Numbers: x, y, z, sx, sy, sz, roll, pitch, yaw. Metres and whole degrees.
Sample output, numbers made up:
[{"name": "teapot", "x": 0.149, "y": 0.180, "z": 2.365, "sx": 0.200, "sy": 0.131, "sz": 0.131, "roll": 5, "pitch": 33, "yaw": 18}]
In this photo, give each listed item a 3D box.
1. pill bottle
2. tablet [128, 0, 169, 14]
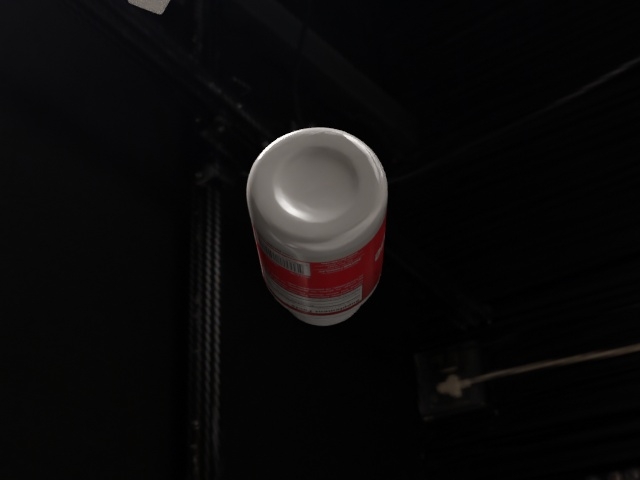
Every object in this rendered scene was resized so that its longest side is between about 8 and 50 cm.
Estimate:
[{"name": "pill bottle", "x": 0.000, "y": 0.000, "z": 1.563, "sx": 0.408, "sy": 0.229, "sz": 0.229, "roll": 86, "pitch": -179, "yaw": -64}, {"name": "tablet", "x": -0.209, "y": -0.335, "z": 1.143, "sx": 0.054, "sy": 0.083, "sz": 0.006, "roll": 12, "pitch": -143, "yaw": -43}]
